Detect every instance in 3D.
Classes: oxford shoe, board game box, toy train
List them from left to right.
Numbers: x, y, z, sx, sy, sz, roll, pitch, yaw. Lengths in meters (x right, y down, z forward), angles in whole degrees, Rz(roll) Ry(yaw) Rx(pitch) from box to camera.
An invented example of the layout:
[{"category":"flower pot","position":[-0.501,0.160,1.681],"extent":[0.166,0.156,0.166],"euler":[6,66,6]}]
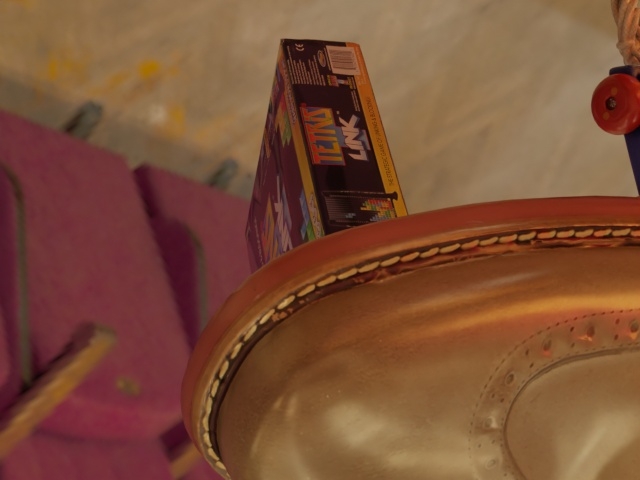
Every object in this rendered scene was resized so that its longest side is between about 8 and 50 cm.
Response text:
[{"category":"board game box","position":[0.000,0.000,0.856],"extent":[0.048,0.170,0.141],"euler":[3,130,-14]},{"category":"toy train","position":[0.267,-0.111,1.119],"extent":[0.105,0.248,0.143],"euler":[0,163,-43]},{"category":"oxford shoe","position":[0.134,0.080,0.456],"extent":[0.348,0.130,0.123],"euler":[11,120,-19]}]
